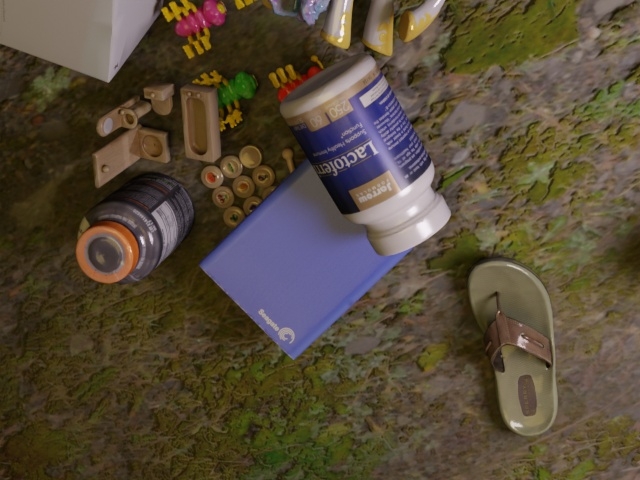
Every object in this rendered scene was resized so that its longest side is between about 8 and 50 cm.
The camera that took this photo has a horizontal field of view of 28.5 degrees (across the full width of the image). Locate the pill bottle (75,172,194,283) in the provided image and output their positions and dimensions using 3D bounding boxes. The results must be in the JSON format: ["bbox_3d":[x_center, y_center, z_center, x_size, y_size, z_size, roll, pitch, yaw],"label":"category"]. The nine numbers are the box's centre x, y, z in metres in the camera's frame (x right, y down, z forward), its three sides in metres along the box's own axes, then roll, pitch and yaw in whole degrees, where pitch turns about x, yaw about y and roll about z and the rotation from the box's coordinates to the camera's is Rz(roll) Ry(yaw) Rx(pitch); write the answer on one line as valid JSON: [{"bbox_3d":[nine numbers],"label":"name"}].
[{"bbox_3d":[-0.284,-0.014,1.900,0.131,0.245,0.130,3,107,11],"label":"pill bottle"}]

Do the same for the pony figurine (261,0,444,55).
[{"bbox_3d":[0.067,-0.449,1.699,0.351,0.303,0.363,16,111,-32],"label":"pony figurine"}]

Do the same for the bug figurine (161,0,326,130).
[{"bbox_3d":[-0.108,-0.295,1.870,0.216,0.072,0.279,-19,107,23],"label":"bug figurine"}]

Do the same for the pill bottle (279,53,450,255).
[{"bbox_3d":[0.069,-0.119,1.795,0.153,0.153,0.264,-27,105,18],"label":"pill bottle"}]

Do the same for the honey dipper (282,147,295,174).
[{"bbox_3d":[-0.031,-0.065,1.947,0.031,0.030,0.160,-11,102,15],"label":"honey dipper"}]

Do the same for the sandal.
[{"bbox_3d":[0.303,0.166,1.918,0.120,0.086,0.302,-12,104,15],"label":"sandal"}]

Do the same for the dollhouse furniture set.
[{"bbox_3d":[-0.246,-0.154,1.881,0.151,0.123,0.144,13,122,23],"label":"dollhouse furniture set"}]

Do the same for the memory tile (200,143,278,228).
[{"bbox_3d":[-0.112,-0.068,1.972,0.113,0.012,0.148,-25,100,17],"label":"memory tile"}]

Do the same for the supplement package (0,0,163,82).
[{"bbox_3d":[-0.374,-0.395,1.795,0.263,0.198,0.199,20,137,5],"label":"supplement package"}]

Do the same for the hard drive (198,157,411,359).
[{"bbox_3d":[0.000,0.000,1.922,0.319,0.040,0.210,-44,94,8],"label":"hard drive"}]
